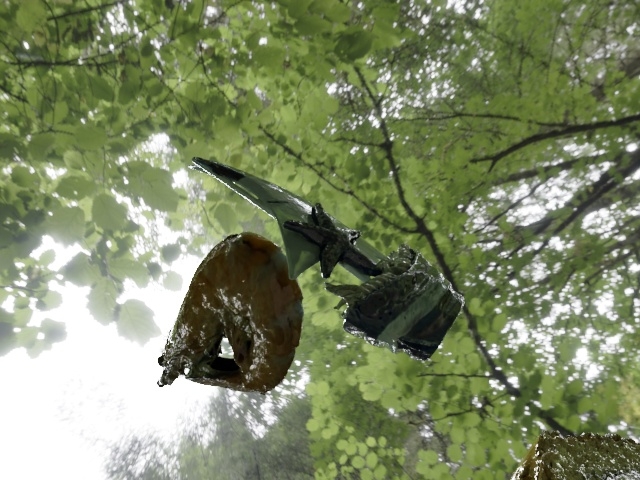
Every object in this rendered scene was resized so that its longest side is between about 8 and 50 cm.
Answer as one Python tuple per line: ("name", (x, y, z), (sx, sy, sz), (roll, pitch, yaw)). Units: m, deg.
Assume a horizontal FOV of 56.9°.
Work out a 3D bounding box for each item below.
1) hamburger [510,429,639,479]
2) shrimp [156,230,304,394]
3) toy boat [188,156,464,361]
("hamburger", (0.216, 0.219, 0.443), (0.262, 0.124, 0.131), (16, -62, -40))
("shrimp", (-0.103, 0.110, 0.628), (0.062, 0.287, 0.152), (-16, -117, -47))
("toy boat", (0.005, 0.012, 0.533), (0.291, 0.210, 0.070), (28, -74, -12))
